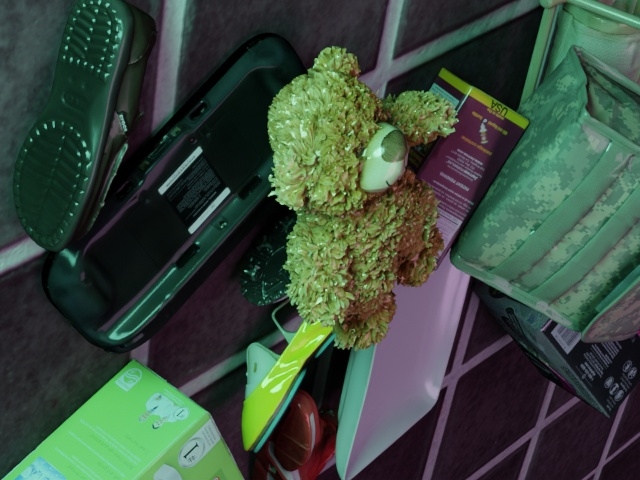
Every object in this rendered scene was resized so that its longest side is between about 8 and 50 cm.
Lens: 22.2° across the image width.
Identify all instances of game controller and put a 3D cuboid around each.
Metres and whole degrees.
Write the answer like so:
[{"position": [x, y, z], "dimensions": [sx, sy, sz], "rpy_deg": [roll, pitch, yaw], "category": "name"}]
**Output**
[{"position": [-0.116, -0.041, 1.481], "dimensions": [0.319, 0.067, 0.166], "rpy_deg": [-48, 137, -12], "category": "game controller"}]

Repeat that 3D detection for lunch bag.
[{"position": [0.313, -0.025, 1.742], "dimensions": [0.287, 0.169, 0.235], "rpy_deg": [29, 123, -20], "category": "lunch bag"}]

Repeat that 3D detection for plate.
[{"position": [0.096, 0.114, 1.915], "dimensions": [0.277, 0.045, 0.278], "rpy_deg": [-30, 136, -59], "category": "plate"}]

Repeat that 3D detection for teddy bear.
[{"position": [0.049, -0.026, 1.533], "dimensions": [0.245, 0.113, 0.338], "rpy_deg": [-35, 142, -31], "category": "teddy bear"}]

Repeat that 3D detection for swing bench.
[{"position": [0.346, -0.196, 1.890], "dimensions": [0.255, 0.165, 0.253], "rpy_deg": [-45, 154, -48], "category": "swing bench"}]

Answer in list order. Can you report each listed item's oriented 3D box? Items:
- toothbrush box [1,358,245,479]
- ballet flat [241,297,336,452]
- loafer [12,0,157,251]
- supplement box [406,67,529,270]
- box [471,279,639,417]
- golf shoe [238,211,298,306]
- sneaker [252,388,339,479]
[{"position": [-0.213, 0.292, 1.586], "dimensions": [0.283, 0.122, 0.206], "rpy_deg": [-45, 140, -20], "category": "toothbrush box"}, {"position": [-0.033, 0.116, 1.751], "dimensions": [0.231, 0.077, 0.077], "rpy_deg": [-54, 179, -1], "category": "ballet flat"}, {"position": [-0.176, -0.089, 1.296], "dimensions": [0.078, 0.080, 0.220], "rpy_deg": [-8, 128, -53], "category": "loafer"}, {"position": [0.126, -0.076, 1.727], "dimensions": [0.080, 0.104, 0.188], "rpy_deg": [28, 99, -19], "category": "supplement box"}, {"position": [0.339, 0.094, 2.172], "dimensions": [0.163, 0.142, 0.247], "rpy_deg": [-50, 134, -7], "category": "box"}, {"position": [0.000, 0.000, 1.673], "dimensions": [0.198, 0.077, 0.094], "rpy_deg": [-48, 152, -10], "category": "golf shoe"}, {"position": [-0.018, 0.211, 1.897], "dimensions": [0.128, 0.087, 0.221], "rpy_deg": [-47, 163, -34], "category": "sneaker"}]
